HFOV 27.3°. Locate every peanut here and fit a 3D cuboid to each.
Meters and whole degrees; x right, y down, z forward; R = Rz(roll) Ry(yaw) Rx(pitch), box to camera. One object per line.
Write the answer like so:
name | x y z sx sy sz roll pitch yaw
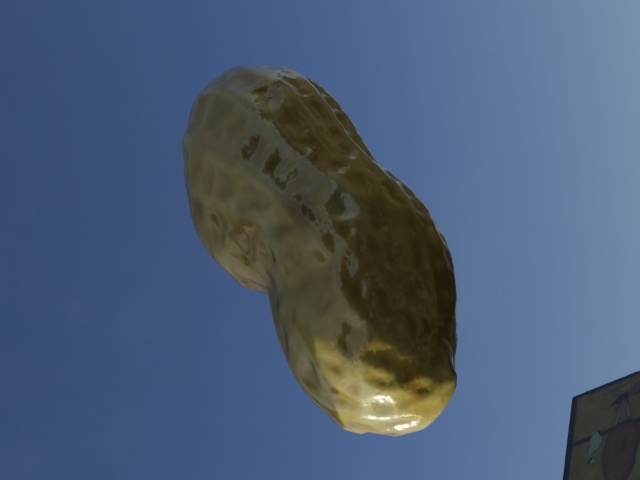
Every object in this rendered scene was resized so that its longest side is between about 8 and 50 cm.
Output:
peanut | 0.000 0.000 0.928 0.305 0.147 0.147 52 -174 28

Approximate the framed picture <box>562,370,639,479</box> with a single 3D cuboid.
framed picture | 0.387 0.248 1.519 0.014 0.255 0.339 50 -147 -19
